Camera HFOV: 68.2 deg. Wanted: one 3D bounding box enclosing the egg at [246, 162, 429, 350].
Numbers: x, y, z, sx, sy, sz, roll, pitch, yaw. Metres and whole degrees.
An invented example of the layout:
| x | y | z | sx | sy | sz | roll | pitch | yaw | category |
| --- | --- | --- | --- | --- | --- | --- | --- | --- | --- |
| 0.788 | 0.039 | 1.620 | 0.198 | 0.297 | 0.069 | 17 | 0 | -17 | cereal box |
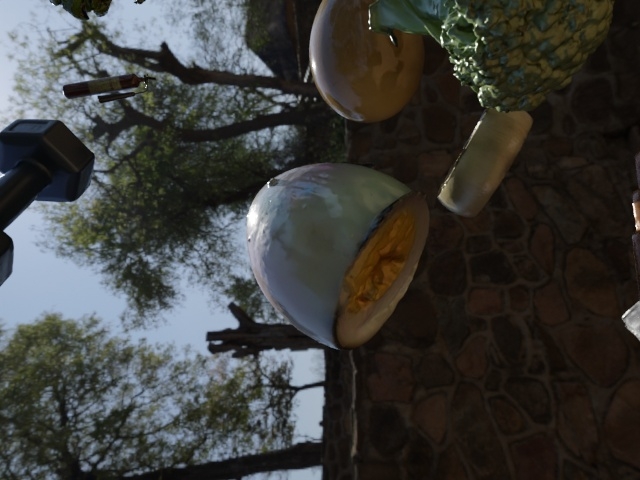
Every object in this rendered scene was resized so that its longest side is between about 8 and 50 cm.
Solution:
| x | y | z | sx | sy | sz | roll | pitch | yaw | category |
| --- | --- | --- | --- | --- | --- | --- | --- | --- | --- |
| 0.000 | 0.000 | 0.976 | 0.355 | 0.340 | 0.354 | -39 | -36 | -36 | egg |

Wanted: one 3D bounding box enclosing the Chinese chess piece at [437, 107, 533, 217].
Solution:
| x | y | z | sx | sy | sz | roll | pitch | yaw | category |
| --- | --- | --- | --- | --- | --- | --- | --- | --- | --- |
| 0.342 | -0.169 | 0.999 | 0.249 | 0.103 | 0.249 | -57 | -11 | -17 | Chinese chess piece |

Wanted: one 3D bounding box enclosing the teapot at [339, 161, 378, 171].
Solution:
| x | y | z | sx | sy | sz | roll | pitch | yaw | category |
| --- | --- | --- | --- | --- | --- | --- | --- | --- | --- |
| 0.084 | -0.148 | 1.263 | 0.096 | 0.177 | 0.087 | -44 | -49 | -32 | teapot |

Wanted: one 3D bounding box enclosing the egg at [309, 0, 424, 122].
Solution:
| x | y | z | sx | sy | sz | roll | pitch | yaw | category |
| --- | --- | --- | --- | --- | --- | --- | --- | --- | --- |
| 0.119 | -0.501 | 1.252 | 0.301 | 0.302 | 0.373 | 9 | -108 | -83 | egg |

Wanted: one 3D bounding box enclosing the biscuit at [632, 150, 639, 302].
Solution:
| x | y | z | sx | sy | sz | roll | pitch | yaw | category |
| --- | --- | --- | --- | --- | --- | --- | --- | --- | --- |
| 0.539 | 0.017 | 0.720 | 0.306 | 0.043 | 0.283 | -44 | -72 | -38 | biscuit |

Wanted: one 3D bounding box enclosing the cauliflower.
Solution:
| x | y | z | sx | sy | sz | roll | pitch | yaw | category |
| --- | --- | --- | --- | --- | --- | --- | --- | --- | --- |
| 0.231 | -0.316 | 0.590 | 0.281 | 0.261 | 0.327 | 53 | 180 | 30 | cauliflower |

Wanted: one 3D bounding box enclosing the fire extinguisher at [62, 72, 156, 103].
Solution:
| x | y | z | sx | sy | sz | roll | pitch | yaw | category |
| --- | --- | --- | --- | --- | --- | --- | --- | --- | --- |
| -0.416 | -0.300 | 0.936 | 0.035 | 0.173 | 0.048 | 88 | 168 | -61 | fire extinguisher |

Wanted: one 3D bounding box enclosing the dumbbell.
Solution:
| x | y | z | sx | sy | sz | roll | pitch | yaw | category |
| --- | --- | --- | --- | --- | --- | --- | --- | --- | --- |
| -0.493 | -0.063 | 0.739 | 0.160 | 0.144 | 0.324 | 51 | -152 | -30 | dumbbell |

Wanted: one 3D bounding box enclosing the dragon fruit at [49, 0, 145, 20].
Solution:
| x | y | z | sx | sy | sz | roll | pitch | yaw | category |
| --- | --- | --- | --- | --- | --- | --- | --- | --- | --- |
| -0.288 | -0.455 | 0.718 | 0.200 | 0.198 | 0.269 | -7 | -45 | -48 | dragon fruit |

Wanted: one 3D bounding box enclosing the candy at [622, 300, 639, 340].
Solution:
| x | y | z | sx | sy | sz | roll | pitch | yaw | category |
| --- | --- | --- | --- | --- | --- | --- | --- | --- | --- |
| 0.760 | 0.177 | 0.960 | 0.184 | 0.137 | 0.195 | -53 | 31 | 32 | candy |
